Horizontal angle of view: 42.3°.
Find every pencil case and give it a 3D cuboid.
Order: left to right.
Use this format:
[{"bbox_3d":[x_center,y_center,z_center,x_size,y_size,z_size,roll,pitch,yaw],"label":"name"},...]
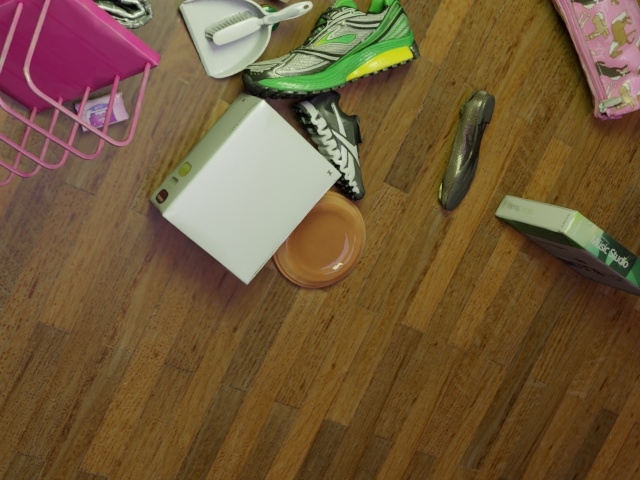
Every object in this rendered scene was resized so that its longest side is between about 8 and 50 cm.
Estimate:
[{"bbox_3d":[0.561,-0.429,1.649,0.160,0.167,0.386,-21,115,21],"label":"pencil case"}]

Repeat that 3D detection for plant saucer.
[{"bbox_3d":[0.000,0.000,1.615,0.200,0.037,0.200,-6,106,-20],"label":"plant saucer"}]

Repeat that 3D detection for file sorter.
[{"bbox_3d":[-0.421,-0.212,1.198,0.202,0.290,0.182,36,52,-46],"label":"file sorter"}]

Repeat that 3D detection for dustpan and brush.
[{"bbox_3d":[-0.117,-0.373,1.422,0.211,0.060,0.147,-23,121,-3],"label":"dustpan and brush"}]

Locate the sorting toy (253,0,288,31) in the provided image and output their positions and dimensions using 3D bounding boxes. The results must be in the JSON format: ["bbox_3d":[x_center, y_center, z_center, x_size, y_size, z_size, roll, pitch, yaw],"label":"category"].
[{"bbox_3d":[-0.087,-0.508,1.421,0.132,0.046,0.274,18,111,-25],"label":"sorting toy"}]

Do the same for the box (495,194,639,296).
[{"bbox_3d":[0.549,0.017,1.725,0.322,0.232,0.058,29,88,-26],"label":"box"}]

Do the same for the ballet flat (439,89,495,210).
[{"bbox_3d":[0.286,-0.182,1.670,0.084,0.058,0.250,-9,118,-56],"label":"ballet flat"}]

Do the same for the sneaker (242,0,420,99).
[{"bbox_3d":[0.009,-0.345,1.485,0.343,0.134,0.146,-25,106,-23],"label":"sneaker"}]

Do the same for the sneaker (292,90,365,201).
[{"bbox_3d":[0.044,-0.184,1.558,0.106,0.078,0.234,-39,118,-16],"label":"sneaker"}]

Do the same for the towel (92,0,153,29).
[{"bbox_3d":[-0.398,-0.406,1.239,0.283,0.235,0.121,15,102,-24],"label":"towel"}]

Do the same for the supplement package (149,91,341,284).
[{"bbox_3d":[-0.136,-0.096,1.475,0.204,0.145,0.262,42,87,-26],"label":"supplement package"}]

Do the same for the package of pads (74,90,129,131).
[{"bbox_3d":[-0.373,-0.220,1.410,0.083,0.032,0.050,-19,110,-15],"label":"package of pads"}]
